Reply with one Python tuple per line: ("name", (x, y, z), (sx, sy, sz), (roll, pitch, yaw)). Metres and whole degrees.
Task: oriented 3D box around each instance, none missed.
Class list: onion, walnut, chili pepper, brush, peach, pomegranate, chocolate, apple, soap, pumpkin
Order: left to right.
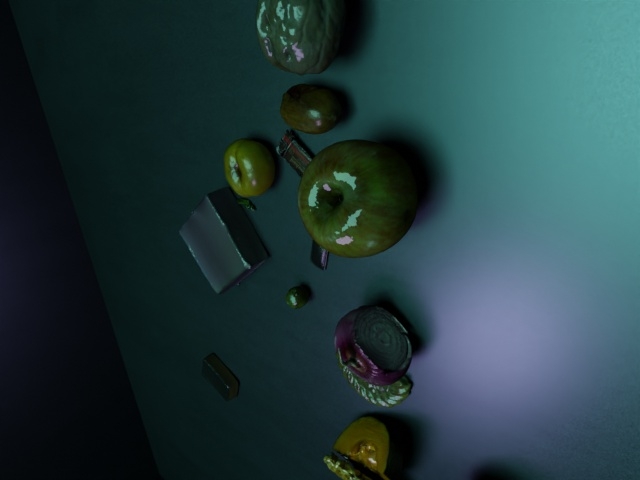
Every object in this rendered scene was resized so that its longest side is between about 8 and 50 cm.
("brush", (-0.435, 0.592, 2.161), (0.197, 0.059, 0.123), (38, 135, 27))
("soap", (-0.337, 0.011, 1.709), (0.296, 0.107, 0.285), (-35, 83, 51))
("chili pepper", (-0.237, -0.117, 1.601), (0.083, 0.022, 0.027), (30, 96, 34))
("peach", (-0.208, -0.210, 1.456), (0.179, 0.103, 0.179), (21, 121, 41))
("pomegranate", (-0.067, 0.173, 1.547), (0.073, 0.084, 0.073), (3, 98, 19))
("walnut", (-0.042, -0.462, 1.072), (0.224, 0.224, 0.224), (24, 126, 37))
("chocolate", (-0.047, -0.213, 1.341), (0.182, 0.028, 0.086), (46, 130, 18))
("walnut", (-0.031, -0.319, 1.212), (0.207, 0.116, 0.116), (24, 127, 46))
("brush", (0.000, 0.000, 1.411), (0.063, 0.016, 0.193), (32, 131, 30))
("apple", (0.092, -0.092, 1.109), (0.264, 0.264, 0.264), (24, 126, 37))
("onion", (0.131, 0.279, 1.313), (0.207, 0.200, 0.200), (23, 133, -2))
("pumpkin", (0.186, 0.628, 1.489), (0.169, 0.148, 0.312), (35, 161, -16))

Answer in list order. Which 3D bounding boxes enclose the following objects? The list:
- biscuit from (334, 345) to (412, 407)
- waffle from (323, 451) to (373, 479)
("biscuit", (0.135, 0.392, 1.463), (0.273, 0.036, 0.187), (33, 131, 31))
("waffle", (0.128, 0.755, 1.577), (0.280, 0.060, 0.262), (26, 160, 18))
